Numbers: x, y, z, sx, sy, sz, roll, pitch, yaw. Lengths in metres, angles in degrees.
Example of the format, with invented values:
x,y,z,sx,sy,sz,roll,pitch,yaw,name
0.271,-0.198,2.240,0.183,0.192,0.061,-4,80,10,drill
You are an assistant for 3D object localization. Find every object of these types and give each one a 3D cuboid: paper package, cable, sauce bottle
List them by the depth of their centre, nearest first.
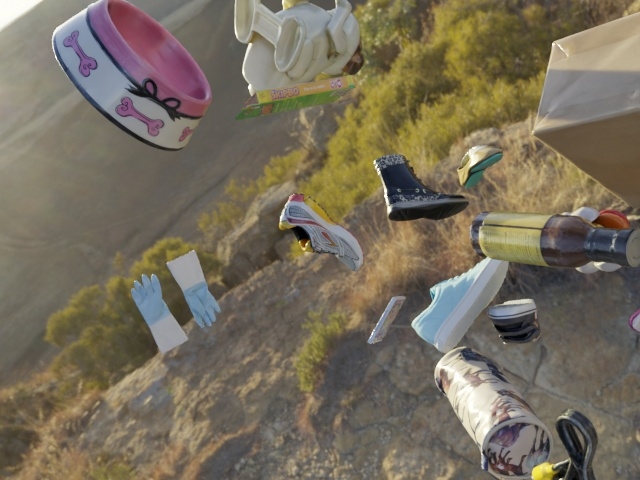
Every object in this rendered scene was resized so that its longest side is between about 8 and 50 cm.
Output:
x,y,z,sx,sy,sz,roll,pitch,yaw,name
0.541,-0.187,0.856,0.309,0.325,0.168,-3,66,58,paper package
0.448,0.415,1.019,0.072,0.287,0.139,-32,49,-16,cable
0.460,0.001,1.153,0.111,0.111,0.344,-46,28,-20,sauce bottle

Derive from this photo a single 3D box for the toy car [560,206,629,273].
x,y,z,sx,sy,sz,roll,pitch,yaw,name
0.655,-0.016,1.368,0.136,0.159,0.182,-35,-1,-10,toy car

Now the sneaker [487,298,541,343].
x,y,z,sx,sy,sz,roll,pitch,yaw,name
0.569,0.239,1.664,0.126,0.321,0.127,-8,83,29,sneaker

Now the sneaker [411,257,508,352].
x,y,z,sx,sy,sz,roll,pitch,yaw,name
0.396,0.142,1.641,0.150,0.135,0.366,30,61,33,sneaker

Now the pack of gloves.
x,y,z,sx,sy,sz,roll,pitch,yaw,name
-0.393,0.162,1.568,0.195,0.232,0.046,-28,26,-20,pack of gloves

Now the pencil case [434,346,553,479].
x,y,z,sx,sy,sz,roll,pitch,yaw,name
0.412,0.420,1.439,0.410,0.160,0.183,-109,40,-75,pencil case

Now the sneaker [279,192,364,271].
x,y,z,sx,sy,sz,roll,pitch,yaw,name
0.000,0.000,1.250,0.092,0.225,0.088,-59,20,-22,sneaker

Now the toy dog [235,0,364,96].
x,y,z,sx,sy,sz,roll,pitch,yaw,name
-0.027,-0.604,1.809,0.284,0.395,0.408,34,41,31,toy dog

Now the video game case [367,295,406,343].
x,y,z,sx,sy,sz,roll,pitch,yaw,name
0.157,0.185,1.351,0.011,0.087,0.122,32,99,22,video game case

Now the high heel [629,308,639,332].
x,y,z,sx,sy,sz,roll,pitch,yaw,name
0.846,0.179,1.469,0.244,0.082,0.117,-18,7,-21,high heel

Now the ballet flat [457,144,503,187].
x,y,z,sx,sy,sz,roll,pitch,yaw,name
0.404,-0.206,1.503,0.080,0.073,0.232,-19,-13,-10,ballet flat

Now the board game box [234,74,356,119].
x,y,z,sx,sy,sz,roll,pitch,yaw,name
-0.060,-0.317,1.283,0.259,0.039,0.124,-19,4,-23,board game box

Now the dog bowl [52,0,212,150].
x,y,z,sx,sy,sz,roll,pitch,yaw,name
-0.445,-0.427,1.446,0.150,0.408,0.408,-39,27,19,dog bowl

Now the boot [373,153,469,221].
x,y,z,sx,sy,sz,roll,pitch,yaw,name
0.262,-0.144,1.511,0.236,0.085,0.178,-5,61,-21,boot
